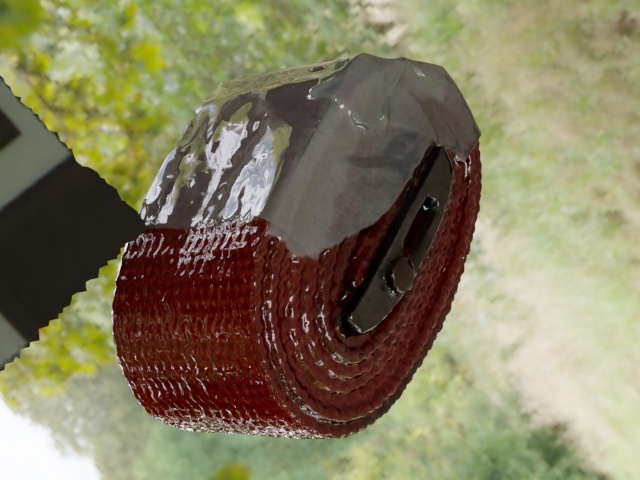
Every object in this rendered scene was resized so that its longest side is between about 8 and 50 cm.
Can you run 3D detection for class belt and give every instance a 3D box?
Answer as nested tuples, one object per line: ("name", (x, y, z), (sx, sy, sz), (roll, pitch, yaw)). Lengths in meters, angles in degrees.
("belt", (0.000, 0.000, 0.655), (0.124, 0.200, 0.128), (-3, 141, 43))

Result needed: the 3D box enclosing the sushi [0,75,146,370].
("sushi", (-0.304, -0.029, 0.546), (0.373, 0.296, 0.100), (45, 144, -4))
